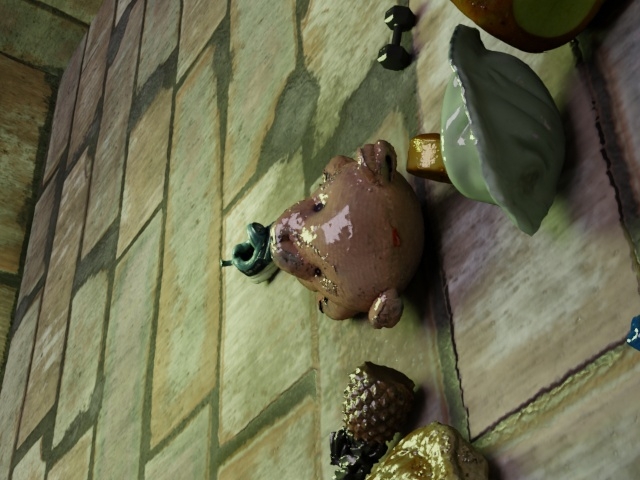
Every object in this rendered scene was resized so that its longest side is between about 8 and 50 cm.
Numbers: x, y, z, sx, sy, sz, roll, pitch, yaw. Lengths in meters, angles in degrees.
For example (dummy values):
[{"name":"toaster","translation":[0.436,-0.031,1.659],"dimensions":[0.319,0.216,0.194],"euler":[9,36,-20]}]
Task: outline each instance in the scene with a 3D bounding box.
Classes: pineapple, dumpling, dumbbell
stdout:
[{"name":"pineapple","translation":[0.043,0.206,1.043],"dimensions":[0.074,0.074,0.159],"euler":[43,115,63]},{"name":"dumpling","translation":[0.152,-0.101,0.952],"dimensions":[0.108,0.152,0.219],"euler":[-46,38,41]},{"name":"dumbbell","translation":[0.097,-0.259,1.311],"dimensions":[0.036,0.040,0.083],"euler":[93,-173,-69]}]

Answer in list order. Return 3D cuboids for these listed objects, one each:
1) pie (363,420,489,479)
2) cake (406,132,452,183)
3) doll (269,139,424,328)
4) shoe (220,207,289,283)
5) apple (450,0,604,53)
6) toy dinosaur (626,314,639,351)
[{"name":"pie","translation":[0.080,0.245,0.929],"dimensions":[0.193,0.079,0.163],"euler":[-30,35,54]},{"name":"cake","translation":[0.130,-0.085,1.066],"dimensions":[0.084,0.084,0.044],"euler":[9,87,64]},{"name":"doll","translation":[0.000,0.000,1.175],"dimensions":[0.303,0.156,0.201],"euler":[170,98,-67]},{"name":"shoe","translation":[-0.074,0.000,1.415],"dimensions":[0.143,0.071,0.064],"euler":[-43,37,35]},{"name":"apple","translation":[0.197,-0.264,0.972],"dimensions":[0.147,0.163,0.146],"euler":[-54,30,19]},{"name":"toy dinosaur","translation":[0.265,0.145,0.645],"dimensions":[0.144,0.076,0.329],"euler":[126,154,-43]}]
